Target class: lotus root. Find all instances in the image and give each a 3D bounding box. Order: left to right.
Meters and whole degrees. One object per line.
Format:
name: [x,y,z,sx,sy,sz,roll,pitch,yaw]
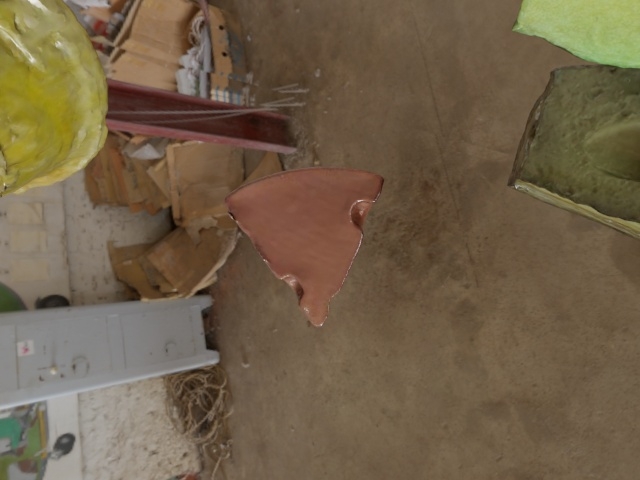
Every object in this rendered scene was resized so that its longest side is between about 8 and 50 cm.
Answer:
lotus root: [0.353,-0.070,0.459,0.314,0.210,0.142,32,101,30]

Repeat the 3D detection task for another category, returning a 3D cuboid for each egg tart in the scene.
egg tart: [-0.313,-0.107,0.326,0.290,0.290,0.116,-37,48,41]

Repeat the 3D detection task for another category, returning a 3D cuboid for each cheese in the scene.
cheese: [0.007,-0.027,0.586,0.177,0.128,0.203,-37,92,5]

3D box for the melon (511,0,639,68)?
melon: [0.247,-0.254,0.218,0.343,0.226,0.331,86,159,-82]
